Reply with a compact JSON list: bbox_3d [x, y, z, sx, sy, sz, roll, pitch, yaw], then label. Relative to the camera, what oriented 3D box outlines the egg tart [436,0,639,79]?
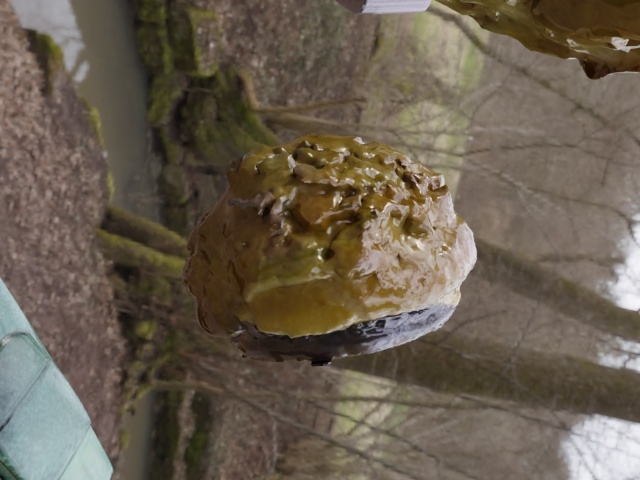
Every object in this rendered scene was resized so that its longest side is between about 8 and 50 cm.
[{"bbox_3d":[0.089,-0.215,0.256,0.129,0.341,0.341,-54,160,-38],"label":"egg tart"}]

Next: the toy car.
[{"bbox_3d":[-0.292,0.179,0.821,0.141,0.097,0.321,-62,147,-42],"label":"toy car"}]

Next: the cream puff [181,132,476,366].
[{"bbox_3d":[0.000,0.000,0.527,0.189,0.189,0.130,-30,109,-81],"label":"cream puff"}]

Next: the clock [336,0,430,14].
[{"bbox_3d":[0.037,-0.277,0.618,0.150,0.063,0.197,48,-44,46],"label":"clock"}]
